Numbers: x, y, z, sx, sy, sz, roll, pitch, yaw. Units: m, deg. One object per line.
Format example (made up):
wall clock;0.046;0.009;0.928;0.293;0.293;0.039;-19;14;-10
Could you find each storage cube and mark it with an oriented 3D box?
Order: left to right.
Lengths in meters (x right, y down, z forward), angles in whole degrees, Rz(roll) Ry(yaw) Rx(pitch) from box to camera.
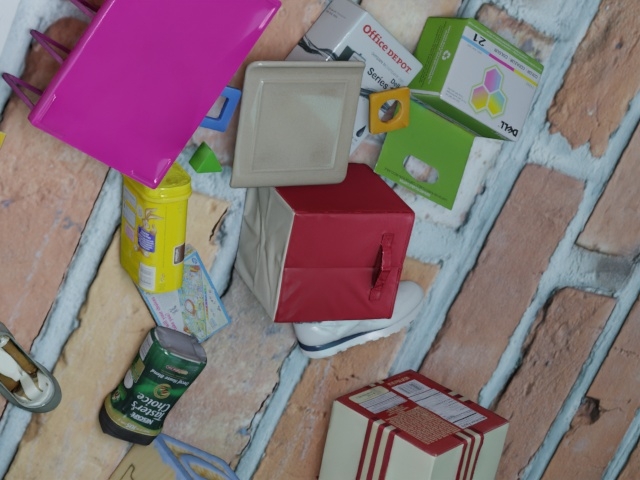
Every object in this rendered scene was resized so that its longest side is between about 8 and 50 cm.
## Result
storage cube;0.000;0.000;2.003;0.193;0.215;0.183;-1;117;-25

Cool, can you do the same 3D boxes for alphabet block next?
alphabet block;-0.228;0.445;2.114;0.192;0.193;0.197;33;95;-39

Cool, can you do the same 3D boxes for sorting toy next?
sorting toy;-0.036;-0.166;1.877;0.348;0.047;0.196;-4;121;-28

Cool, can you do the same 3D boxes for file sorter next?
file sorter;-0.239;-0.258;1.715;0.202;0.182;0.290;30;98;-41

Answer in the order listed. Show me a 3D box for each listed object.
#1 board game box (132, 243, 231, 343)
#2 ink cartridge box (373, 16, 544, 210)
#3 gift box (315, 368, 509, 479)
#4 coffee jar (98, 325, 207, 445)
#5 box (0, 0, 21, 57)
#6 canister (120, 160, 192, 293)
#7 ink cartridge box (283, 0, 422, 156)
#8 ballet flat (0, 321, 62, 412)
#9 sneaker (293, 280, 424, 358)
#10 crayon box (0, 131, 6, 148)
board game box;-0.208;0.092;2.035;0.103;0.026;0.154;-32;129;-14
ink cartridge box;0.213;-0.188;2.059;0.189;0.097;0.255;24;83;-39
gift box;0.140;0.388;2.291;0.255;0.276;0.258;-10;118;-43
coffee jar;-0.255;0.223;2.026;0.096;0.079;0.184;21;114;-31
box;-0.462;-0.247;1.636;0.130;0.091;0.170;13;108;-38
canister;-0.234;-0.026;1.889;0.073;0.126;0.169;-10;123;-28
ink cartridge box;0.026;-0.229;1.964;0.208;0.087;0.153;-51;130;3
ballet flat;-0.432;0.193;1.920;0.072;0.068;0.213;-39;130;-8
sneaker;0.065;0.108;2.188;0.235;0.090;0.094;-23;116;-22
crayon box;-0.553;-0.029;1.705;0.203;0.083;0.323;14;109;-37
